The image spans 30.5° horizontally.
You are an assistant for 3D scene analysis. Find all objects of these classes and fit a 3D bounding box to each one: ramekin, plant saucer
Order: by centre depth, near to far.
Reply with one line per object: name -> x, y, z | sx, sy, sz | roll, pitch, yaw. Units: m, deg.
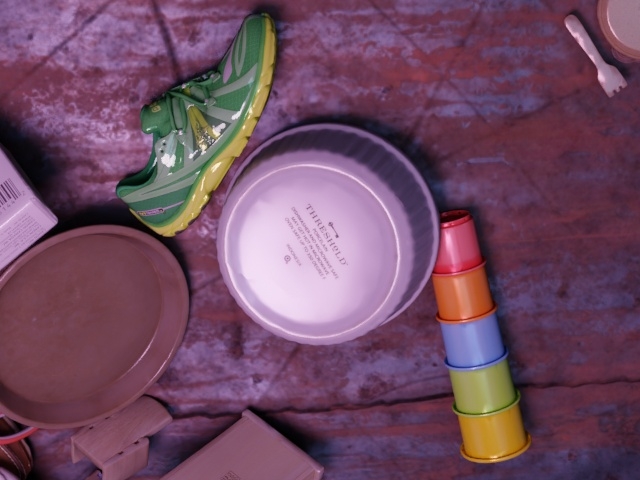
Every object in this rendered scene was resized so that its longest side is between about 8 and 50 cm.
ramekin -> 0.000, 0.000, 1.394 | 0.273, 0.127, 0.273 | 3, 104, 12
plant saucer -> -0.290, 0.101, 1.422 | 0.278, 0.041, 0.278 | -18, 125, -28

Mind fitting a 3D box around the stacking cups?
stacking cups -> 0.196, 0.120, 1.481 | 0.096, 0.096, 0.316 | -12, 106, 1

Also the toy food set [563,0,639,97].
toy food set -> 0.397, -0.275, 1.414 | 0.192, 0.038, 0.132 | -34, 97, 12

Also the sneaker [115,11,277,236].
sneaker -> -0.145, -0.143, 1.385 | 0.123, 0.109, 0.295 | 29, 103, -14

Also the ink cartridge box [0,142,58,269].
ink cartridge box -> -0.487, -0.022, 1.357 | 0.296, 0.261, 0.066 | -39, 149, -4

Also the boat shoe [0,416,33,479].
boat shoe -> -0.511, 0.220, 1.465 | 0.324, 0.120, 0.122 | 40, 101, -12

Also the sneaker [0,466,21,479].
sneaker -> -0.361, 0.410, 1.504 | 0.114, 0.152, 0.305 | -17, 105, 19

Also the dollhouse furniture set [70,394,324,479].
dollhouse furniture set -> -0.162, 0.385, 1.552 | 0.286, 0.198, 0.303 | 33, 135, 27

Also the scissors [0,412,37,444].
scissors -> -0.452, 0.228, 1.414 | 0.021, 0.297, 0.109 | -13, 98, 40
